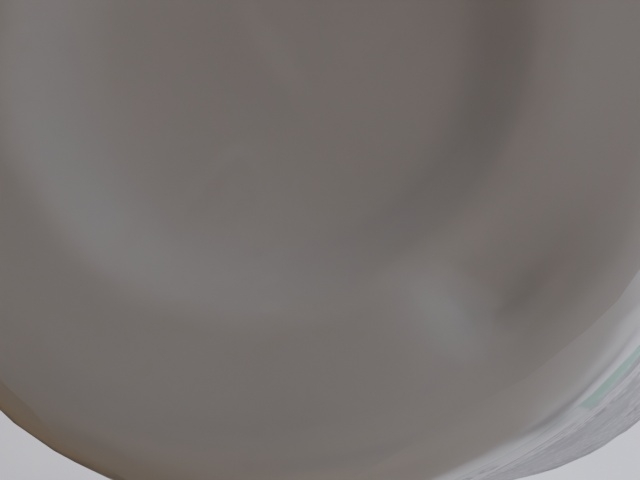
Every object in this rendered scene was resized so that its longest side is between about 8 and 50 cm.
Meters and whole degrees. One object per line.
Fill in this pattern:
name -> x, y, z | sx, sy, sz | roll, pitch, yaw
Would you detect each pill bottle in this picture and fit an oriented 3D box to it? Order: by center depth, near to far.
pill bottle -> 0.030, -0.023, 0.532 | 0.204, 0.204, 0.361 | 42, 4, 15
